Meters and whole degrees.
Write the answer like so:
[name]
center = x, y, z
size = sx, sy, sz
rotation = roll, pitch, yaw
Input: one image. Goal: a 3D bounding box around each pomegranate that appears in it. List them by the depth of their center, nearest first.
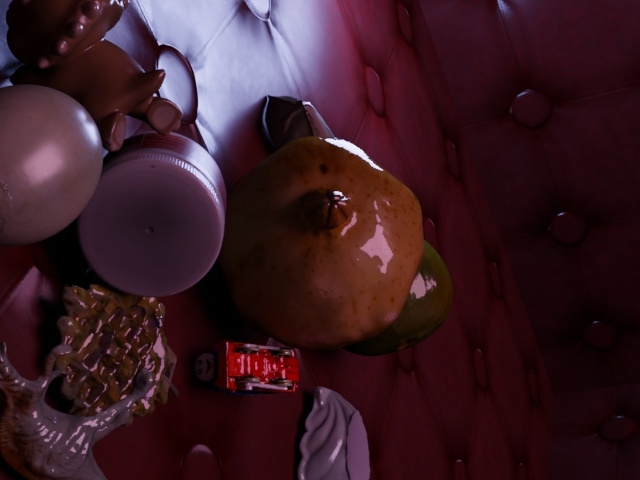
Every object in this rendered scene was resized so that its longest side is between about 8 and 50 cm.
[pomegranate]
center = 0.000, 0.000, 1.859
size = 0.410, 0.410, 0.410
rotation = -12, 90, -68

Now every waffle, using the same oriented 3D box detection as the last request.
[waffle]
center = -0.285, 0.160, 1.486
size = 0.223, 0.054, 0.204
rotation = 0, 91, -57

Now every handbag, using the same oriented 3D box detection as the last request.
[handbag]
center = -0.032, -0.193, 2.244
size = 0.182, 0.117, 0.270
rotation = 36, -25, 57

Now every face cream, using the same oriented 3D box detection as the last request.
[face cream]
center = -0.235, -0.042, 1.522
size = 0.187, 0.201, 0.201
rotation = -102, 173, -72

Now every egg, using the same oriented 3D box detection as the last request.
[egg]
center = -0.366, -0.094, 1.307
size = 0.186, 0.186, 0.253
rotation = 67, 27, -26

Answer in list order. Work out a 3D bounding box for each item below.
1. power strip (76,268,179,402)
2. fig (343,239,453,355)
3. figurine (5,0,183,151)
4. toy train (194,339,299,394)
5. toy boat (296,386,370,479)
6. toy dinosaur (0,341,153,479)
[power strip]
center = -0.279, 0.153, 1.592
size = 0.092, 0.034, 0.268
rotation = -79, 149, -43
[fig]
center = 0.118, 0.086, 2.272
size = 0.316, 0.316, 0.316
rotation = -12, 90, -68
[figurine]
center = -0.310, -0.263, 1.452
size = 0.247, 0.173, 0.177
rotation = 39, 36, 18
[toy train]
center = -0.126, 0.220, 1.822
size = 0.204, 0.131, 0.083
rotation = 15, 70, -53
[toy boat]
center = 0.032, 0.435, 2.114
size = 0.199, 0.100, 0.290
rotation = 36, 48, -59
[toy dinosaur]
center = -0.304, 0.261, 1.364
size = 0.205, 0.092, 0.393
rotation = -29, 121, -37
